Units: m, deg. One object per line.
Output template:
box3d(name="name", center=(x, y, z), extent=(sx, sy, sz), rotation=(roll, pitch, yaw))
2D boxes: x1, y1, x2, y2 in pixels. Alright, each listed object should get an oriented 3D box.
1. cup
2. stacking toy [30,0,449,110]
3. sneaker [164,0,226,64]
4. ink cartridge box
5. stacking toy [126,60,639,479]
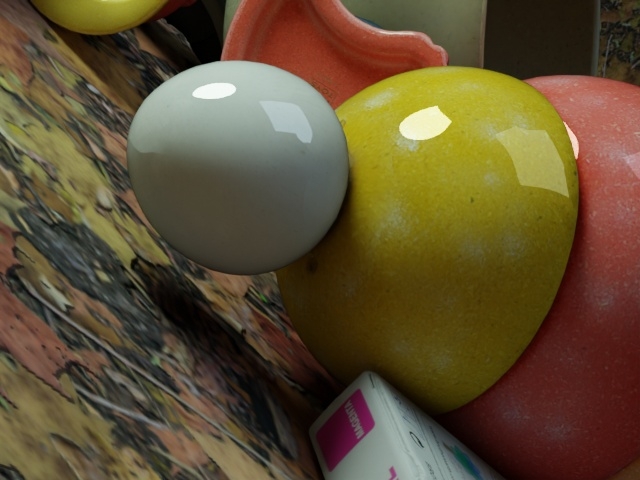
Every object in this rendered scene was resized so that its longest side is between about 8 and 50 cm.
box3d(name="cup", center=(0.064, -0.156, 1.509), extent=(0.236, 0.331, 0.331), rotation=(5, -3, 21))
box3d(name="stacking toy", center=(-0.016, -0.194, 1.326), extent=(0.309, 0.279, 0.130), rotation=(42, 7, 8))
box3d(name="sneaker", center=(-0.114, -0.207, 1.544), extent=(0.118, 0.083, 0.222), rotation=(12, -28, 23))
box3d(name="ink cartridge box", center=(0.132, 0.218, 1.072), extent=(0.311, 0.065, 0.186), rotation=(38, 14, -27))
box3d(name="stacking toy", center=(0.094, 0.001, 1.159), extent=(0.479, 0.351, 0.351), rotation=(23, 24, -33))
